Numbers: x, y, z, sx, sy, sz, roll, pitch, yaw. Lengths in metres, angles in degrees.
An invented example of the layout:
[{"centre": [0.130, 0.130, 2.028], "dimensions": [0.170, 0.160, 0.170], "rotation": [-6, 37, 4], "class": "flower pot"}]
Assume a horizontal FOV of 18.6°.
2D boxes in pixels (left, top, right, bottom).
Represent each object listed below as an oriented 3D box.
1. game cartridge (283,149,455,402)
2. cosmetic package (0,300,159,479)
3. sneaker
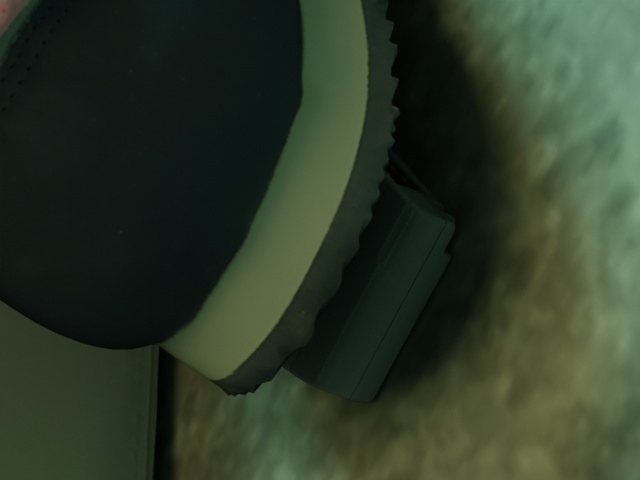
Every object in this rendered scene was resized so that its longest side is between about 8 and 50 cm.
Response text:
[{"centre": [0.000, 0.000, 0.464], "dimensions": [0.056, 0.017, 0.083], "rotation": [-66, 32, 18], "class": "game cartridge"}, {"centre": [-0.289, 0.117, 0.494], "dimensions": [0.329, 0.393, 0.327], "rotation": [-34, 47, 46], "class": "cosmetic package"}, {"centre": [-0.073, -0.094, 0.500], "dimensions": [0.112, 0.131, 0.319], "rotation": [-60, 25, 22], "class": "sneaker"}]
